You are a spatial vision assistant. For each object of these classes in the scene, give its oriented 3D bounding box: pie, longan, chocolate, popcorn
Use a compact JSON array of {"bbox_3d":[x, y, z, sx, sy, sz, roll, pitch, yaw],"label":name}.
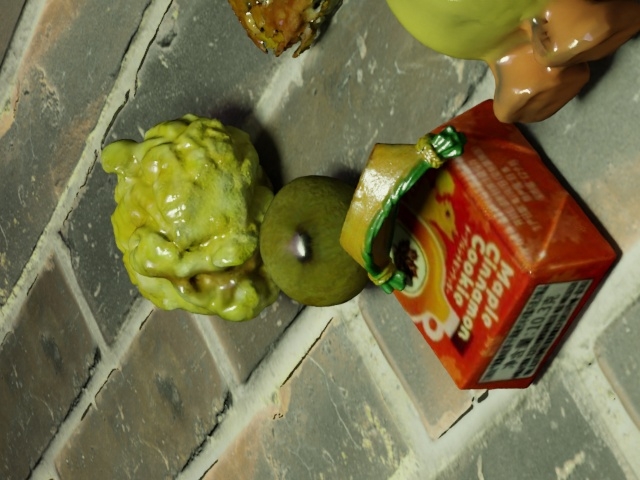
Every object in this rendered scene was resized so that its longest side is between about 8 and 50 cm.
[{"bbox_3d":[-0.064,-0.366,2.032,0.308,0.085,0.308,32,132,44],"label":"pie"},{"bbox_3d":[0.000,0.000,2.044,0.176,0.145,0.155,-59,-14,-81],"label":"longan"},{"bbox_3d":[0.171,0.014,1.810,0.235,0.108,0.237,56,141,26],"label":"chocolate"},{"bbox_3d":[-0.162,-0.030,2.190,0.241,0.235,0.250,0,124,33],"label":"popcorn"}]

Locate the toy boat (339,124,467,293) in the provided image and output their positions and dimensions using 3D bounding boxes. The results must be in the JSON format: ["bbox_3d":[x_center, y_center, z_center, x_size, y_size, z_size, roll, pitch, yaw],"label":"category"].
[{"bbox_3d":[0.080,-0.037,1.768,0.088,0.089,0.229,24,133,5],"label":"toy boat"}]

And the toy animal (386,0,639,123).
[{"bbox_3d":[0.145,-0.286,1.646,0.338,0.191,0.216,64,146,18],"label":"toy animal"}]
